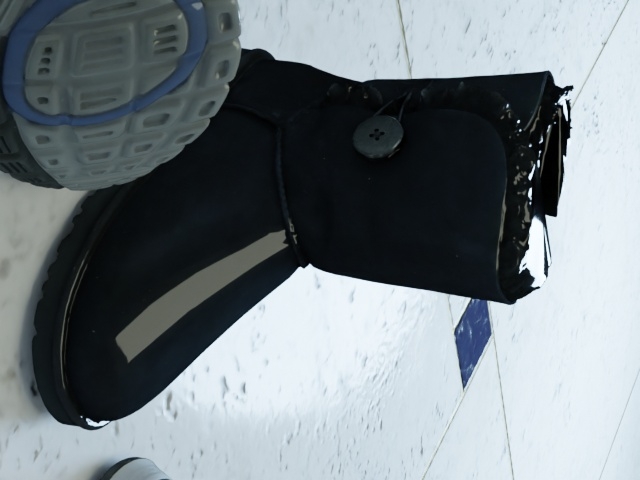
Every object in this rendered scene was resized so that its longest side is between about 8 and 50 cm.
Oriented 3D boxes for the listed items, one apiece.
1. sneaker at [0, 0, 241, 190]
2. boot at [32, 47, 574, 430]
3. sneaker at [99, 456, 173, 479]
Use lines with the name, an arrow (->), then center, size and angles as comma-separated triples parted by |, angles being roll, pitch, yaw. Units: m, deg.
sneaker -> -0.093, -0.147, 0.444 | 0.129, 0.111, 0.297 | -111, -159, -44
boot -> 0.000, 0.000, 0.570 | 0.246, 0.207, 0.094 | -61, 147, -33
sneaker -> -0.072, 0.237, 0.614 | 0.078, 0.106, 0.234 | -16, 113, -60
